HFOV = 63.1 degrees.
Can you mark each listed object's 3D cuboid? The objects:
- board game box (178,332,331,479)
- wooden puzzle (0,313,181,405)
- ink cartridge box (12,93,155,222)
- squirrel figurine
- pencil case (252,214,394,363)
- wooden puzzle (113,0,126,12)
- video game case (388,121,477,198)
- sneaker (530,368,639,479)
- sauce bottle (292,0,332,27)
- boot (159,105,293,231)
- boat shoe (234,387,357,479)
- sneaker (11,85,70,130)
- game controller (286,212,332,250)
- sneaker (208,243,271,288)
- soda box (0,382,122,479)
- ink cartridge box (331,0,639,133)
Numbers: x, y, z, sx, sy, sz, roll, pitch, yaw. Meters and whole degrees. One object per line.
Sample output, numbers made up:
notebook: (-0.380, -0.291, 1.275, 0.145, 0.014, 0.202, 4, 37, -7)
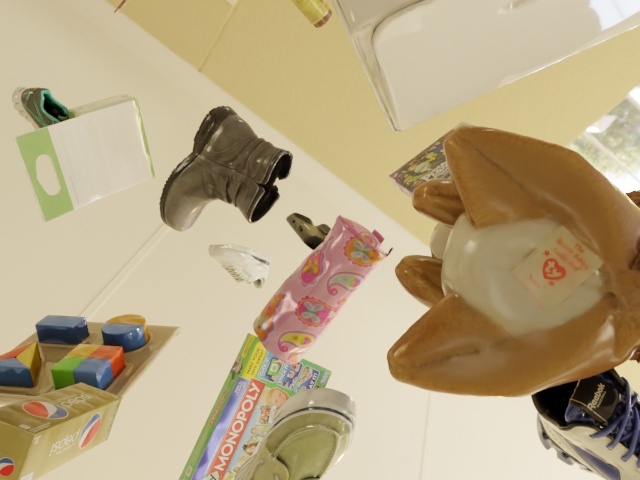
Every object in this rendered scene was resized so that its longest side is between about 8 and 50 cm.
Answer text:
board game box: (-0.126, 0.376, 1.065, 0.214, 0.046, 0.317, 33, -105, -33)
wooden puzzle: (-0.504, 0.227, 1.075, 0.323, 0.080, 0.348, 1, -165, 9)
ink cartridge box: (-0.433, -0.157, 0.967, 0.056, 0.171, 0.235, 26, -138, 35)
squirrel figurine: (0.300, 0.039, 0.679, 0.397, 0.280, 0.370, 7, -179, 13)
pencil case: (0.001, 0.087, 0.942, 0.124, 0.284, 0.124, 37, -170, -8)
wooden puzzle: (-0.451, -0.561, 1.216, 0.006, 0.083, 0.049, 45, -130, -26)
video game case: (0.294, -0.178, 1.210, 0.041, 0.232, 0.210, 53, -178, -25)
sneaker: (0.387, 0.250, 0.635, 0.127, 0.316, 0.182, -53, -53, -15)
sauce bottle: (-0.034, -0.409, 0.854, 0.128, 0.042, 0.042, 39, -147, -35)
boot: (-0.217, -0.105, 1.154, 0.223, 0.338, 0.118, 43, -151, 20)
boat shoe: (-0.042, 0.313, 0.699, 0.109, 0.302, 0.094, 26, -146, -9)
sneaker: (-0.485, -0.212, 0.963, 0.166, 0.076, 0.064, 59, -141, -43)
game controller: (0.000, 0.000, 1.441, 0.167, 0.067, 0.319, 20, -170, -19)
sneaker: (-0.222, 0.069, 1.452, 0.235, 0.090, 0.094, 26, -107, -52)
soda box: (-0.293, 0.206, 0.572, 0.061, 0.058, 0.181, 18, 175, 6)
ink cartridge box: (0.109, -0.335, 0.441, 0.166, 0.286, 0.394, 38, -149, -67)
